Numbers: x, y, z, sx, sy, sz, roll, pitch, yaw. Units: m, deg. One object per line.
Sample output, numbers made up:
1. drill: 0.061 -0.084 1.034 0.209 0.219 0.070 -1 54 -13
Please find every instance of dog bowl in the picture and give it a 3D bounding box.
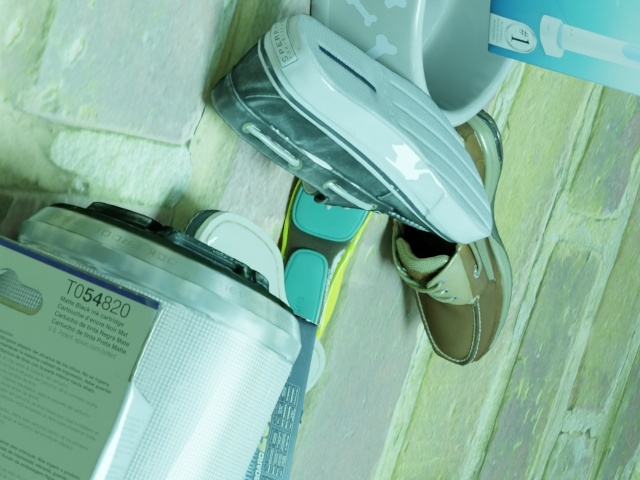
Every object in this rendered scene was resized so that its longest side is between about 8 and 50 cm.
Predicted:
1. dog bowl: 0.122 -0.267 1.625 0.349 0.102 0.349 -43 144 -44

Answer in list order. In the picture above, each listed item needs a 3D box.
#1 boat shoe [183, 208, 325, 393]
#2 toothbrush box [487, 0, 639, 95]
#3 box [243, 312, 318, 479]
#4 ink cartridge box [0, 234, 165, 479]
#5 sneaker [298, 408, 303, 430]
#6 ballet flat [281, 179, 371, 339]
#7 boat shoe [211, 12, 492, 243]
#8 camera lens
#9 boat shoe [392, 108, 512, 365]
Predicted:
1. boat shoe: -0.069 0.050 1.487 0.095 0.079 0.254 -48 142 -10
2. toothbrush box: 0.315 -0.251 1.558 0.126 0.295 0.216 -46 145 -42
3. box: -0.096 0.176 1.348 0.059 0.183 0.233 25 65 -33
4. ink cartridge box: -0.220 0.109 1.055 0.224 0.223 0.045 -67 156 -4
5. sneaker: -0.049 0.163 1.655 0.059 0.053 0.144 -58 161 -23
6. ballet flat: 0.000 0.000 1.625 0.077 0.077 0.231 -45 155 -83
7. boat shoe: 0.030 -0.085 1.500 0.335 0.119 0.121 38 34 -42
8. camera lens: -0.155 0.125 1.204 0.274 0.219 0.219 -66 155 -8
9. boat shoe: 0.126 0.002 1.833 0.120 0.122 0.324 -40 134 -39
